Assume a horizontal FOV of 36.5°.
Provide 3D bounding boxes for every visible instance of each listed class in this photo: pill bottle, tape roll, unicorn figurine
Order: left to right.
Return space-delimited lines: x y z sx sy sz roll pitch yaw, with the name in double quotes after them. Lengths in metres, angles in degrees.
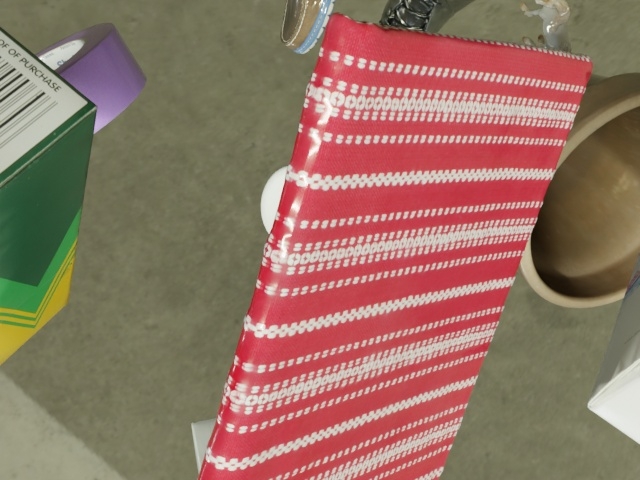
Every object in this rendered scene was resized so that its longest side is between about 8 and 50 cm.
-0.380 -0.191 1.338 0.274 0.275 0.090 -15 120 30 "tape roll"
0.028 -0.054 1.589 0.130 0.245 0.131 0 90 40 "pill bottle"
0.319 -0.303 1.350 0.060 0.111 0.162 -37 124 -2 "unicorn figurine"

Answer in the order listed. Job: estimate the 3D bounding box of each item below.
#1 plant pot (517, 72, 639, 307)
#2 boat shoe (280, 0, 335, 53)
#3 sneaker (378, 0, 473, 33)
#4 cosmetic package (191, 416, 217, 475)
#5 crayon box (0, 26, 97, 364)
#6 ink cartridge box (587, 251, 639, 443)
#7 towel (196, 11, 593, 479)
0.277 -0.089 1.098 0.229 0.263 0.263 50 131 51 "plant pot"
-0.018 -0.274 0.938 0.066 0.066 0.183 -131 52 -57 "boat shoe"
0.139 -0.310 1.263 0.109 0.286 0.130 40 90 1 "sneaker"
-0.047 0.350 1.328 0.224 0.224 0.138 -12 134 -8 "cosmetic package"
-0.351 -0.098 0.747 0.363 0.106 0.313 39 148 5 "crayon box"
0.332 0.054 0.688 0.201 0.278 0.117 35 139 1 "ink cartridge box"
0.027 0.039 0.442 0.031 0.198 0.275 30 113 33 "towel"
